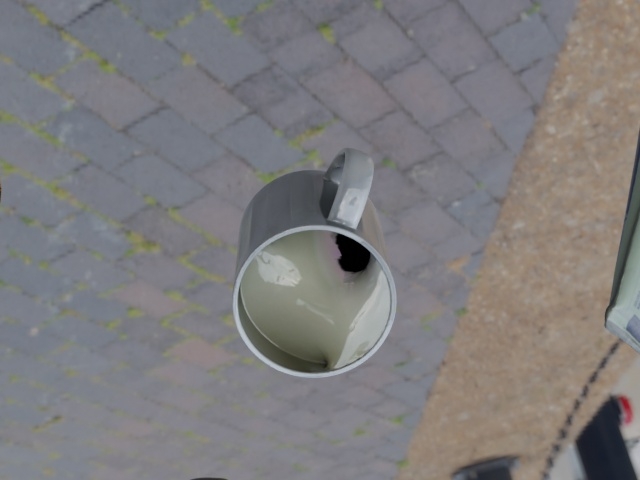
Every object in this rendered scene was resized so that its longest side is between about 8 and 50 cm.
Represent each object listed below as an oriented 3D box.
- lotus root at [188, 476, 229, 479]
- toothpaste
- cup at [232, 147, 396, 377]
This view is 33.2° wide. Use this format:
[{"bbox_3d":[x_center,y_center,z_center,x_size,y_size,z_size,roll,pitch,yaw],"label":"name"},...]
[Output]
[{"bbox_3d":[-0.158,0.341,1.480,0.083,0.030,0.037,-3,156,2],"label":"lotus root"},{"bbox_3d":[0.281,-0.029,0.897,0.047,0.268,0.069,6,150,21],"label":"toothpaste"},{"bbox_3d":[0.000,0.000,1.638,0.237,0.327,0.322,18,108,-7],"label":"cup"}]
